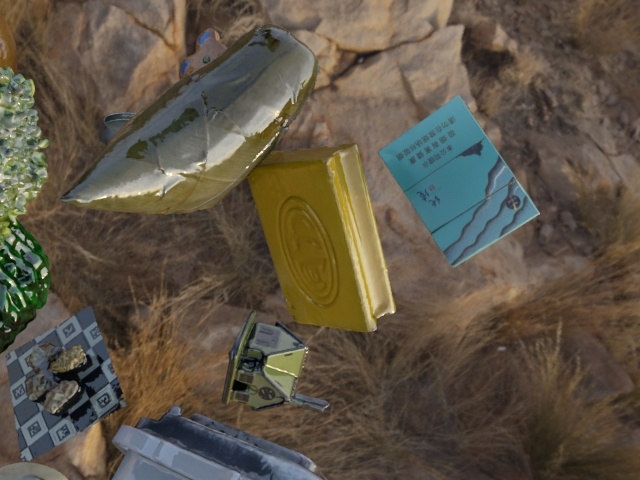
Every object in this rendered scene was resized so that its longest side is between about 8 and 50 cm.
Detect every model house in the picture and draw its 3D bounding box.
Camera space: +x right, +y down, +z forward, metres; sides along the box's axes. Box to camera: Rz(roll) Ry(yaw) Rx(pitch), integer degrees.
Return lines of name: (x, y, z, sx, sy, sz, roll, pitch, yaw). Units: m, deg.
model house: (-0.095, 0.340, 1.724, 0.279, 0.218, 0.205, 15, 31, 3)

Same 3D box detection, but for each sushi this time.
sushi: (-0.434, 0.222, 1.061, 0.193, 0.040, 0.210, -31, 57, 0)

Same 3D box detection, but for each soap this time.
soap: (0.000, 0.001, 1.146, 0.096, 0.204, 0.324, -35, 116, -45)

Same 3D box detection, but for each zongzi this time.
zongzi: (-0.165, -0.178, 0.946, 0.174, 0.356, 0.393, 46, 9, 0)

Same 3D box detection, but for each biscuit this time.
biscuit: (-0.267, -0.497, 1.918, 0.324, 0.205, 0.049, 36, 8, 17)

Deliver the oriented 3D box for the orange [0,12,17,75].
orange: (-0.541, -0.277, 0.941, 0.206, 0.206, 0.206, 15, 55, -23)

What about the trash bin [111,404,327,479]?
trash bin: (-0.111, 0.375, 0.585, 0.296, 0.255, 0.367, 11, 53, 31)

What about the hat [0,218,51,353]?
hat: (-0.515, 0.016, 0.773, 0.242, 0.332, 0.274, 24, 60, 41)

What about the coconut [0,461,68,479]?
coconut: (-0.611, 0.563, 1.334, 0.202, 0.222, 0.202, 23, 26, -12)

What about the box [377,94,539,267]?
box: (0.221, -0.095, 1.055, 0.229, 0.162, 0.041, 59, 18, 9)

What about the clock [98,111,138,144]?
clock: (-0.523, -0.314, 1.970, 0.281, 0.055, 0.280, 15, 24, -7)

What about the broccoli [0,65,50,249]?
broccoli: (-0.381, -0.092, 0.546, 0.288, 0.235, 0.259, 36, 31, -45)
